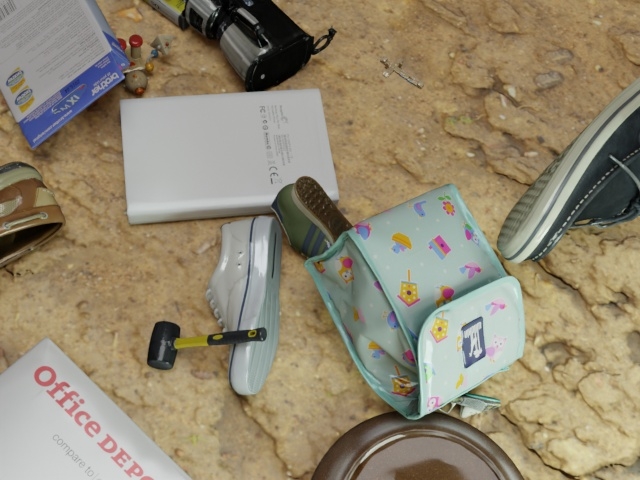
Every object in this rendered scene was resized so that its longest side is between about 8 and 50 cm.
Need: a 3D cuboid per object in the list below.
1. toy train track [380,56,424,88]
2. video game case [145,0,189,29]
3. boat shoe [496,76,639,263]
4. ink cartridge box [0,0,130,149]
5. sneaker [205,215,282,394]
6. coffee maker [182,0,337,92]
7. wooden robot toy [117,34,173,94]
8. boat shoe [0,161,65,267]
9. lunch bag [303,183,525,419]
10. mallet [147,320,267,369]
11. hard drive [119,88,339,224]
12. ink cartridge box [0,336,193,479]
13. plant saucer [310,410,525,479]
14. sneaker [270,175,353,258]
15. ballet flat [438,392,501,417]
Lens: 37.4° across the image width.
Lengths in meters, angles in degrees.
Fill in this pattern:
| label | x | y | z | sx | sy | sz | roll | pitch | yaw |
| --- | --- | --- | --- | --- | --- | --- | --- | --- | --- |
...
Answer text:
| label | x | y | z | sx | sy | sz | roll | pitch | yaw |
| --- | --- | --- | --- | --- | --- | --- | --- | --- | --- |
| toy train track | 0.134 | -0.277 | 1.545 | 0.083 | 0.014 | 0.048 | 37 | 65 | 12 |
| video game case | -0.231 | -0.510 | 1.611 | 0.248 | 0.035 | 0.275 | 38 | 64 | 13 |
| boat shoe | 0.432 | -0.102 | 1.375 | 0.156 | 0.187 | 0.500 | 46 | 52 | 8 |
| ink cartridge box | -0.411 | -0.299 | 1.423 | 0.185 | 0.065 | 0.311 | -35 | 66 | 9 |
| sneaker | -0.109 | 0.088 | 1.295 | 0.091 | 0.094 | 0.258 | -5 | 60 | 17 |
| coffee maker | -0.103 | -0.341 | 1.507 | 0.171 | 0.120 | 0.178 | -23 | 67 | -43 |
| wooden robot toy | -0.298 | -0.262 | 1.456 | 0.173 | 0.076 | 0.079 | -18 | 77 | -15 |
| boat shoe | -0.486 | 0.022 | 1.256 | 0.324 | 0.122 | 0.120 | -39 | 76 | -22 |
| lunch bag | 0.141 | 0.085 | 1.263 | 0.223 | 0.160 | 0.262 | -23 | 79 | -38 |
| mallet | -0.151 | 0.139 | 1.227 | 0.189 | 0.039 | 0.062 | -2 | 63 | 36 |
| hard drive | -0.139 | -0.131 | 1.420 | 0.307 | 0.040 | 0.203 | -5 | 63 | -9 |
| ink cartridge box | -0.360 | 0.351 | 1.072 | 0.285 | 0.166 | 0.395 | 41 | 65 | 13 |
| plant saucer | 0.133 | 0.358 | 1.197 | 0.310 | 0.050 | 0.311 | 3 | 61 | -5 |
| sneaker | 0.000 | 0.000 | 1.357 | 0.192 | 0.086 | 0.064 | 55 | 48 | -12 |
| ballet flat | 0.186 | 0.219 | 1.285 | 0.114 | 0.041 | 0.041 | 16 | 62 | 2 |
